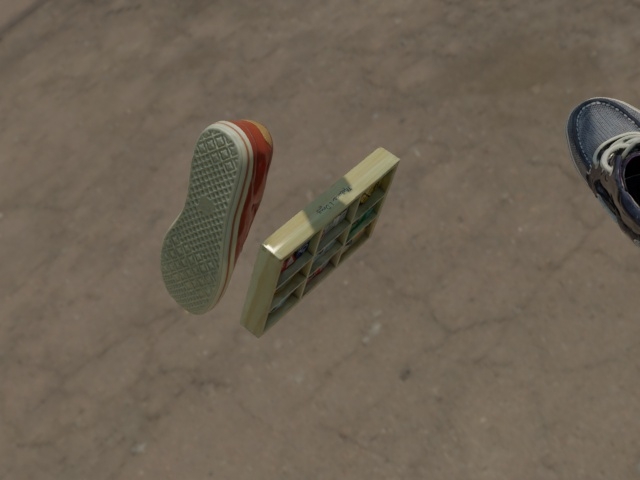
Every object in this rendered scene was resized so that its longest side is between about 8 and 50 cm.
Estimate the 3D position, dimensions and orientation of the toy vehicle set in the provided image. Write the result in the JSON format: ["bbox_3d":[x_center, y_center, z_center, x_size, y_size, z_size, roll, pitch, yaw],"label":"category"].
[{"bbox_3d":[0.000,0.000,1.590,0.035,0.166,0.267,36,50,16],"label":"toy vehicle set"}]

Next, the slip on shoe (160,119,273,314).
[{"bbox_3d":[-0.141,-0.028,1.648,0.123,0.331,0.101,35,37,22],"label":"slip on shoe"}]

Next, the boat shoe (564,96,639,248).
[{"bbox_3d":[0.387,-0.093,1.435,0.127,0.158,0.340,-33,48,7],"label":"boat shoe"}]
